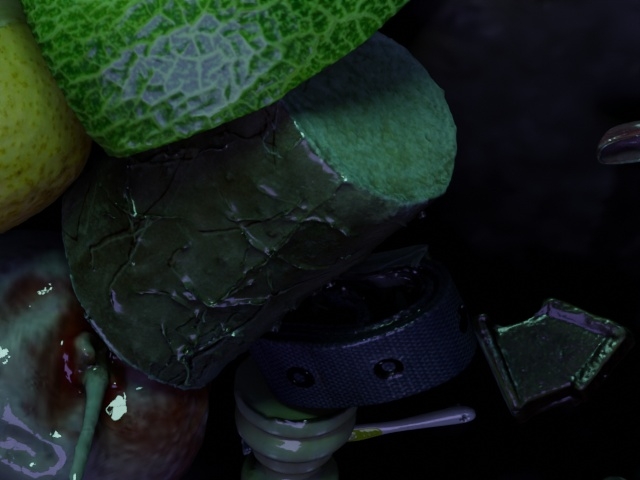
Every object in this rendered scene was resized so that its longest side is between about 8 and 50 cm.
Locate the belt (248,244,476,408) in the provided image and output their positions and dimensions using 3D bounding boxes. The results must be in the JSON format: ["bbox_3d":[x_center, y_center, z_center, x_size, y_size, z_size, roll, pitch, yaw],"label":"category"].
[{"bbox_3d":[0.031,0.078,1.918,0.231,0.139,0.126,-7,132,23],"label":"belt"}]

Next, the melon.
[{"bbox_3d":[-0.067,-0.265,1.577,0.344,0.331,0.226,-23,166,15],"label":"melon"}]

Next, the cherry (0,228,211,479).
[{"bbox_3d":[-0.284,0.139,1.897,0.335,0.291,0.326,-8,152,31],"label":"cherry"}]

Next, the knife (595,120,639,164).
[{"bbox_3d":[0.393,-0.086,1.791,0.278,0.053,0.123,2,139,3],"label":"knife"}]

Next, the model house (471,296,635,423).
[{"bbox_3d":[0.245,0.116,1.979,0.152,0.106,0.165,-18,167,6],"label":"model house"}]

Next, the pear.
[{"bbox_3d":[-0.330,-0.115,1.679,0.271,0.271,0.271,2,134,2],"label":"pear"}]

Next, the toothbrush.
[{"bbox_3d":[0.040,0.204,2.119,0.263,0.026,0.022,-10,133,9],"label":"toothbrush"}]

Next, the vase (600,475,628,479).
[{"bbox_3d":[0.377,0.371,2.192,0.128,0.128,0.248,-23,119,24],"label":"vase"}]

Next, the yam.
[{"bbox_3d":[-0.061,-0.039,1.735,0.241,0.241,0.348,34,131,-26],"label":"yam"}]

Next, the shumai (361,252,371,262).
[{"bbox_3d":[0.000,0.000,1.883,0.080,0.083,0.082,-34,87,8],"label":"shumai"}]

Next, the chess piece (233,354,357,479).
[{"bbox_3d":[-0.031,0.238,2.061,0.133,0.133,0.243,5,127,0],"label":"chess piece"}]
